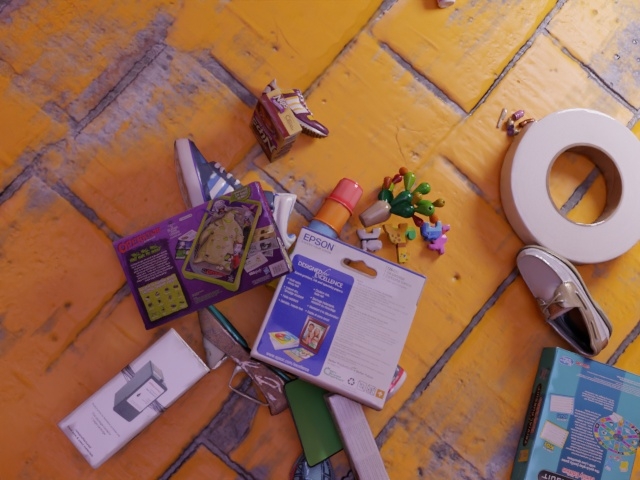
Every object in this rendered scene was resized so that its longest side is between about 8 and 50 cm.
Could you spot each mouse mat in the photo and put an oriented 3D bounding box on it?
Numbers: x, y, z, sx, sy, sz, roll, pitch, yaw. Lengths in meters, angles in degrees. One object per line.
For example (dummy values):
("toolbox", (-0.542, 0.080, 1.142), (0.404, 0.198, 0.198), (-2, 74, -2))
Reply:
("mouse mat", (-0.012, 0.388, 1.720), (0.152, 0.007, 0.190), (-9, 80, -56))

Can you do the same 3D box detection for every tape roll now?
("tape roll", (0.633, -0.133, 1.920), (0.391, 0.072, 0.392), (1, 84, -11))

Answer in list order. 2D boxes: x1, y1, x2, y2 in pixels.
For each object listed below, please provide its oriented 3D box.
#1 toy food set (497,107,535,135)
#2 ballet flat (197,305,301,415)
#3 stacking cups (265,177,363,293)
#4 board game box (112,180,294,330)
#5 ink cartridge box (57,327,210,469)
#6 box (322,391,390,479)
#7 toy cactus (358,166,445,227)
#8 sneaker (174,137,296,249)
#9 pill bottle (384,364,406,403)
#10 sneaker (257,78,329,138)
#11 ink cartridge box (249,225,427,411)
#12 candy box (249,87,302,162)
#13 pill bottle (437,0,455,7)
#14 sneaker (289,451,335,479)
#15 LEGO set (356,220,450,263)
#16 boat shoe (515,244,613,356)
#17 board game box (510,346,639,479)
("toy food set", (0.509, -0.287, 1.958), (0.122, 0.019, 0.078), (23, 78, -5))
("ballet flat", (-0.183, 0.265, 1.717), (0.316, 0.107, 0.106), (43, 84, 1))
("stacking cups", (0.000, 0.000, 1.792), (0.096, 0.096, 0.316), (35, 77, -3))
("board game box", (-0.250, 0.034, 1.660), (0.346, 0.056, 0.208), (-22, 92, 11))
("ink cartridge box", (-0.377, 0.323, 1.620), (0.289, 0.211, 0.121), (-40, 88, -14))
("box", (0.097, 0.483, 1.735), (0.067, 0.063, 0.324), (-22, 90, -14))
("toy cactus", (0.173, -0.079, 1.790), (0.180, 0.219, 0.112), (-28, 129, -12))
("sneaker", (-0.180, -0.101, 1.767), (0.236, 0.130, 0.323), (-18, 83, -17))
("pill bottle", (0.095, 0.277, 1.756), (0.180, 0.108, 0.108), (43, 77, -1))
("sneaker", (-0.051, -0.312, 1.845), (0.185, 0.069, 0.084), (29, 83, -5))
("ink cartridge box", (0.041, 0.167, 1.686), (0.303, 0.072, 0.307), (23, 70, -3))
("candy box", (-0.105, -0.256, 1.766), (0.053, 0.186, 0.109), (-29, 86, -15))
("pill bottle", (0.310, -0.633, 1.968), (0.043, 0.043, 0.083), (-11, 83, -11))
("sneaker", (-0.020, 0.581, 1.679), (0.104, 0.125, 0.262), (12, 79, -8))
("LEGO set", (0.205, 0.010, 1.828), (0.227, 0.087, 0.093), (-3, 81, -9))
("boat shoe", (0.570, 0.141, 1.840), (0.302, 0.113, 0.103), (46, 42, 0))
("board game box", (0.609, 0.448, 1.828), (0.253, 0.079, 0.336), (19, 79, -6))
